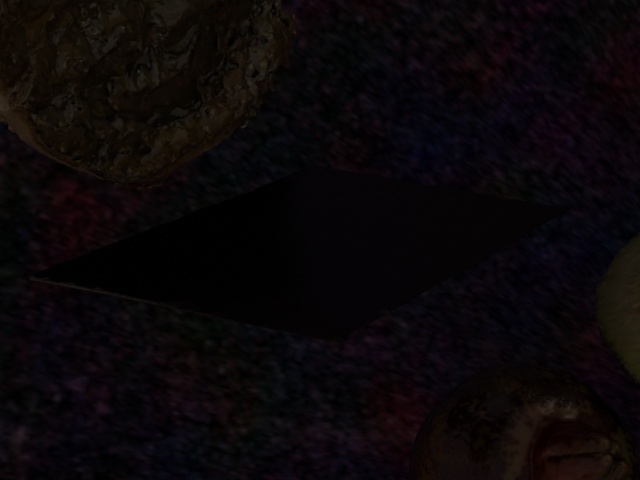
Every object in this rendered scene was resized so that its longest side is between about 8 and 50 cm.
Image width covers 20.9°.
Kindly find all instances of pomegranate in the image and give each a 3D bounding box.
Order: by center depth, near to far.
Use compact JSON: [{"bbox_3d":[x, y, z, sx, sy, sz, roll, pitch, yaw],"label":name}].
[{"bbox_3d":[0.193,0.205,1.509,0.214,0.248,0.214,5,76,-18],"label":"pomegranate"}]

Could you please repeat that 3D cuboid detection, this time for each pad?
[{"bbox_3d":[0.000,0.000,1.267,0.247,0.367,0.007,10,109,29],"label":"pad"}]

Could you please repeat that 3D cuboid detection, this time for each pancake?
[{"bbox_3d":[-0.156,-0.229,1.579,0.071,0.382,0.382,27,90,44],"label":"pancake"}]

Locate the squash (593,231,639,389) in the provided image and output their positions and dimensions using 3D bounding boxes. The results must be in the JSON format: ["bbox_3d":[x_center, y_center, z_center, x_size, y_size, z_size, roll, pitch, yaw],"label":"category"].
[{"bbox_3d":[0.384,0.060,1.628,0.233,0.210,0.309,-36,56,4],"label":"squash"}]
